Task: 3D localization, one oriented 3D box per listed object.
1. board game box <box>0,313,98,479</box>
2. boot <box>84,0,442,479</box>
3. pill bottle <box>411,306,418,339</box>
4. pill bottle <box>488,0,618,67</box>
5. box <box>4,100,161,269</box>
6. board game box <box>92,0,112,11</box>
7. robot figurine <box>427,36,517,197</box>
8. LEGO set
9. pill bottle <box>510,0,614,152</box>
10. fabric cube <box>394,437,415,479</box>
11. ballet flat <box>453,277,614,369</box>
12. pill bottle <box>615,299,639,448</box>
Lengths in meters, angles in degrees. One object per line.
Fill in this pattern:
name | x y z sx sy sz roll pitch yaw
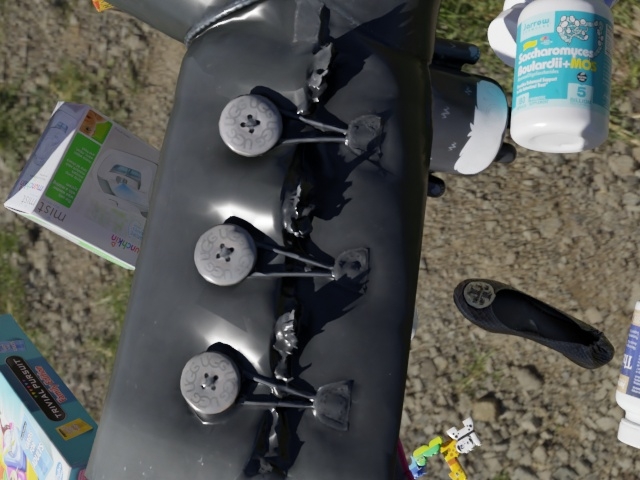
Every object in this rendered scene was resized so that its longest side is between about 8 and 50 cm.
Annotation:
board game box | -0.437 0.308 1.266 0.336 0.079 0.253 37 121 35
boot | -0.101 -0.046 0.606 0.367 0.146 0.444 7 91 18
pill bottle | 0.054 0.118 1.428 0.117 0.215 0.117 -36 46 48
pill bottle | 0.444 -0.444 1.619 0.152 0.272 0.152 39 158 19
box | -0.428 -0.102 1.657 0.127 0.262 0.231 13 74 46
board game box | -0.238 -0.601 1.283 0.356 0.356 0.356 -22 97 -10
robot figurine | 0.188 -0.197 1.388 0.173 0.278 0.209 134 140 -57
LEGO set | 0.234 0.446 1.698 0.227 0.087 0.093 -35 69 13
pill bottle | 0.375 -0.278 1.330 0.146 0.146 0.264 -1 79 34
fabric cube | -0.053 0.339 1.006 0.258 0.254 0.259 -60 37 41
ballet flat | 0.317 0.118 1.266 0.250 0.058 0.084 26 66 4
pill bottle | 0.287 0.114 0.721 0.067 0.067 0.120 13 91 32
